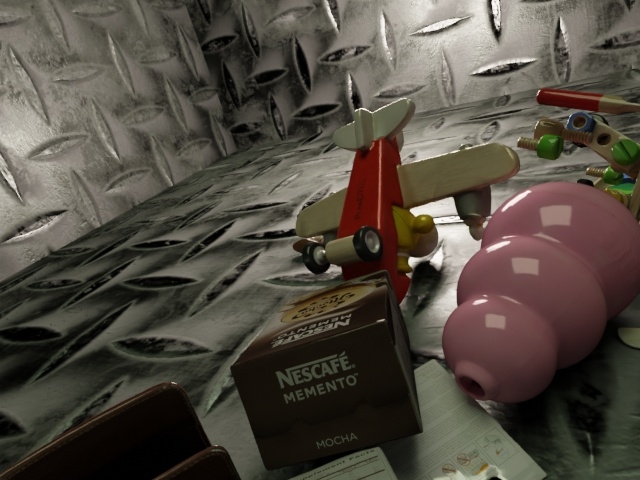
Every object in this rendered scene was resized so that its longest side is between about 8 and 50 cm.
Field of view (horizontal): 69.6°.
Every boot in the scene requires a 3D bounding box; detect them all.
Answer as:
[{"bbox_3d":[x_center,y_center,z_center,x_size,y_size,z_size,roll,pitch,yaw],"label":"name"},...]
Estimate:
[{"bbox_3d":[0.000,0.000,1.155,0.118,0.042,0.087,-2,20,31],"label":"boot"}]

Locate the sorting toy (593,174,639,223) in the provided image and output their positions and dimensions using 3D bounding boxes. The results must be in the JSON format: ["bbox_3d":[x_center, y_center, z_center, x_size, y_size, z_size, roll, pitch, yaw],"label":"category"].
[{"bbox_3d":[0.624,-0.084,0.883,0.307,0.041,0.229,-31,26,-31],"label":"sorting toy"}]

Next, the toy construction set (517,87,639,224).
[{"bbox_3d":[0.460,-0.088,0.700,0.237,0.309,0.257,27,75,45],"label":"toy construction set"}]

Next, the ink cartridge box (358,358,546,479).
[{"bbox_3d":[0.131,0.236,0.523,0.145,0.045,0.179,-24,41,-18],"label":"ink cartridge box"}]

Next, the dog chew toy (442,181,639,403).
[{"bbox_3d":[0.274,0.068,0.593,0.206,0.207,0.332,9,41,47],"label":"dog chew toy"}]

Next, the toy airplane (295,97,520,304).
[{"bbox_3d":[0.134,-0.069,0.899,0.384,0.272,0.386,-51,36,8],"label":"toy airplane"}]

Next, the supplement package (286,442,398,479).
[{"bbox_3d":[0.030,0.251,0.357,0.105,0.105,0.179,-20,-7,-5],"label":"supplement package"}]

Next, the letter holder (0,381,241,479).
[{"bbox_3d":[-0.190,0.292,0.368,0.301,0.215,0.152,-30,25,-30],"label":"letter holder"}]

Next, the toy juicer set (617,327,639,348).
[{"bbox_3d":[0.434,0.135,0.423,0.209,0.090,0.329,-12,17,21],"label":"toy juicer set"}]

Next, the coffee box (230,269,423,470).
[{"bbox_3d":[0.024,0.136,0.584,0.168,0.119,0.297,-18,4,9],"label":"coffee box"}]
